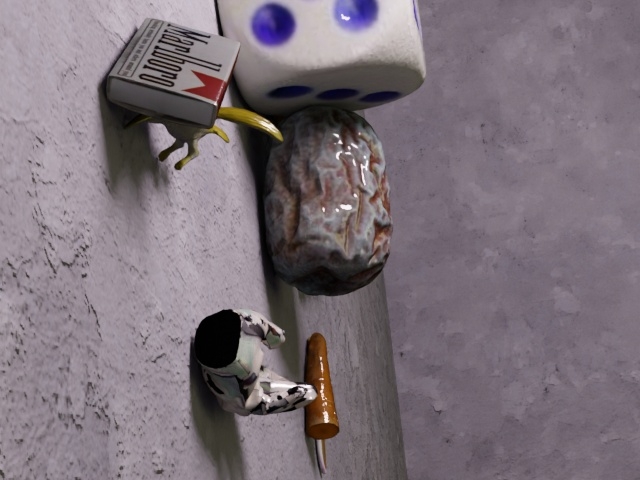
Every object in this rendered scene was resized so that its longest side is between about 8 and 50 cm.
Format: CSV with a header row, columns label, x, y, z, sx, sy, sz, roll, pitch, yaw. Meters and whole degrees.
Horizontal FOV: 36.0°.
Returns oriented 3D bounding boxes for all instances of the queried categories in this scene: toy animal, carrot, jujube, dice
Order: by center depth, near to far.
label,x,y,z,sx,sy,sz,roll,pitch,yaw
toy animal,-0.155,-0.124,1.102,0.155,0.219,0.095,-36,145,-38
dice,0.005,-0.385,1.622,0.277,0.304,0.304,33,49,-77
jujube,0.012,-0.071,1.658,0.226,0.226,0.316,56,31,-70
carrot,-0.002,0.257,1.807,0.061,0.061,0.209,70,12,-52

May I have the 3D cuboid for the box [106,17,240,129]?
label,x,y,z,sx,sy,sz,roll,pitch,yaw
box,-0.155,-0.185,1.067,0.177,0.115,0.035,-82,-170,-57

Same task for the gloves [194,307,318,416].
label,x,y,z,sx,sy,sz,roll,pitch,yaw
gloves,-0.083,0.163,1.238,0.127,0.111,0.212,59,-3,36

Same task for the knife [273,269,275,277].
label,x,y,z,sx,sy,sz,roll,pitch,yaw
knife,-0.079,-0.011,1.709,0.023,0.010,0.170,58,27,-55

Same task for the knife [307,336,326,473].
label,x,y,z,sx,sy,sz,roll,pitch,yaw
knife,-0.003,0.309,1.859,0.046,0.022,0.256,62,22,-74

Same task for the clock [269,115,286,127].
label,x,y,z,sx,sy,sz,roll,pitch,yaw
clock,-0.041,-0.232,1.845,0.231,0.103,0.144,-75,147,-71
